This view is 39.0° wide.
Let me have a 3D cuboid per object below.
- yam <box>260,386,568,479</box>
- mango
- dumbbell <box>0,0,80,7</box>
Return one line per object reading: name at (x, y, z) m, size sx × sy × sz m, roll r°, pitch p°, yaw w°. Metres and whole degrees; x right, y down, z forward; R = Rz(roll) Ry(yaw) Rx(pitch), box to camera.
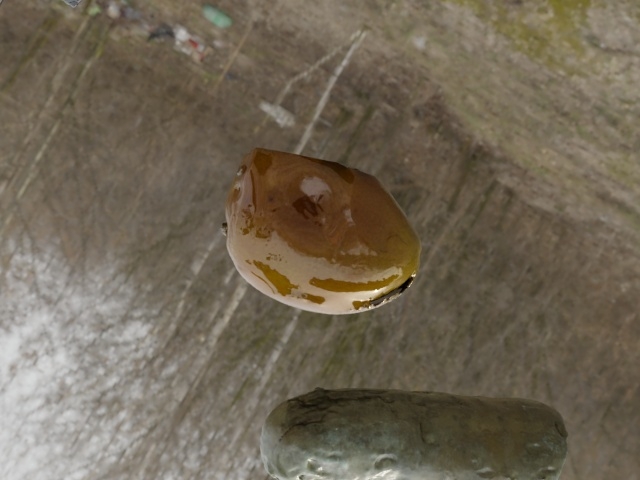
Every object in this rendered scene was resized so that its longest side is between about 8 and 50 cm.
yam at (0.096, 0.217, 0.935) m, size 0.330 × 0.133 × 0.133 m, roll 10°, pitch -172°, yaw -24°
mango at (0.000, 0.000, 1.050) m, size 0.236 × 0.166 × 0.136 m, roll 12°, pitch 174°, yaw 10°
dumbbell at (-0.357, -0.313, 0.722) m, size 0.388 × 0.185 × 0.185 m, roll 32°, pitch 179°, yaw -26°
